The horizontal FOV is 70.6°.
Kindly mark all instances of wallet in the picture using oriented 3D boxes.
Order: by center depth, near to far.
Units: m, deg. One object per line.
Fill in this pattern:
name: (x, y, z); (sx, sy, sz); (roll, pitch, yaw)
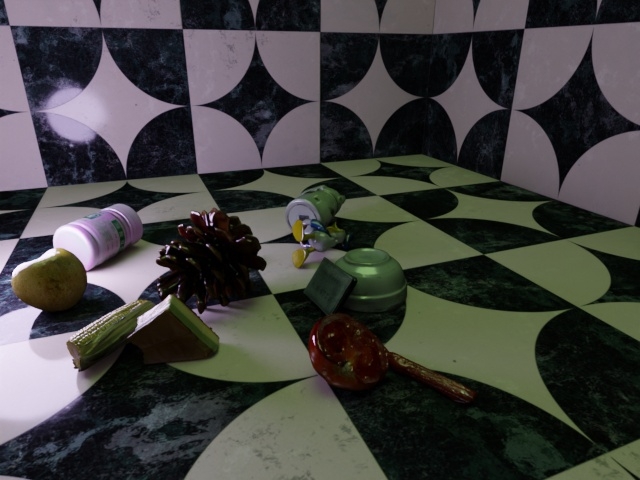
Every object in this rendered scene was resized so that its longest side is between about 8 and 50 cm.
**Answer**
wallet: (0.031, 0.166, 1.620); (0.036, 0.167, 0.222); (28, 4, -36)

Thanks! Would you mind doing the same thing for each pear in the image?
pear: (-0.948, 0.149, 1.604); (0.229, 0.211, 0.188); (-35, 21, -36)

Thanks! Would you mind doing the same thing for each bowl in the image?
bowl: (0.176, 0.131, 1.711); (0.308, 0.163, 0.307); (-2, 20, 1)

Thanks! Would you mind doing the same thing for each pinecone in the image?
pinecone: (-0.402, 0.093, 1.580); (0.385, 0.383, 0.384); (0, 23, 0)

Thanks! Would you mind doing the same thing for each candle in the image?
candle: (0.274, 0.371, 1.268); (0.329, 0.048, 0.051); (19, 70, 38)

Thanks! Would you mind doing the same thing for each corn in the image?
corn: (-0.627, 0.284, 1.384); (0.124, 0.122, 0.305); (19, 28, 21)

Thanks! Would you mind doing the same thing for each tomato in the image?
tomato: (0.062, 0.323, 1.266); (0.233, 0.139, 0.200); (37, 35, -1)

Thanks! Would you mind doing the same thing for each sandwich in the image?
sandwich: (-0.444, 0.300, 1.365); (0.186, 0.220, 0.108); (-36, 25, 9)

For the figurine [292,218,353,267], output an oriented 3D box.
figurine: (0.000, 0.000, 2.076); (0.339, 0.204, 0.284); (0, 12, -33)

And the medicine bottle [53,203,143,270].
medicine bottle: (-0.965, -0.018, 1.986); (0.212, 0.211, 0.325); (7, 22, 15)

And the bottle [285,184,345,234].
bottle: (-0.022, -0.168, 2.340); (0.229, 0.229, 0.352); (10, 28, 23)
